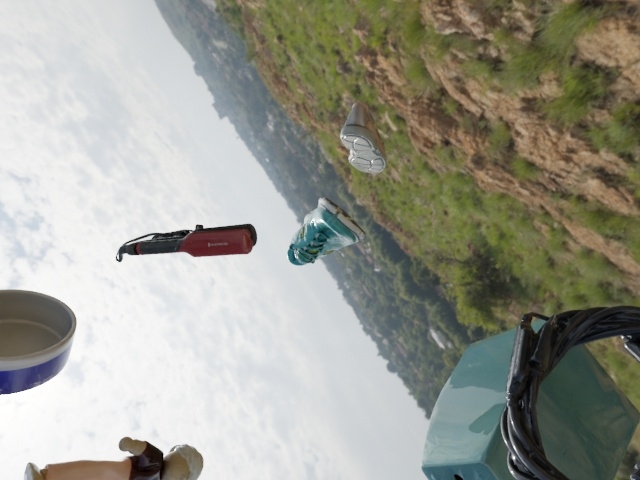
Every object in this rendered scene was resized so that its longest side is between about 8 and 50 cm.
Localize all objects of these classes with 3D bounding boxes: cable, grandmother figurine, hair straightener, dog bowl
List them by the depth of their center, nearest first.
[{"bbox_3d":[0.223,0.133,0.329,0.151,0.184,0.047,4,138,30],"label":"cable"},{"bbox_3d":[-0.212,0.006,0.676,0.089,0.231,0.047,-76,-24,-75],"label":"hair straightener"},{"bbox_3d":[-0.398,0.481,0.854,0.343,0.207,0.104,13,-147,-42],"label":"grandmother figurine"},{"bbox_3d":[-0.722,0.226,0.984,0.265,0.104,0.265,20,-161,-7],"label":"dog bowl"}]

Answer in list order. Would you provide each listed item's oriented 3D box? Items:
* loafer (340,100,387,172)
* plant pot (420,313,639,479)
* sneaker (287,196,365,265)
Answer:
[{"bbox_3d":[0.052,-0.110,0.471,0.045,0.039,0.125,10,173,15],"label":"loafer"},{"bbox_3d":[0.245,0.241,0.535,0.165,0.234,0.166,54,140,7],"label":"plant pot"},{"bbox_3d":[0.000,0.000,0.803,0.107,0.110,0.275,42,163,-2],"label":"sneaker"}]
